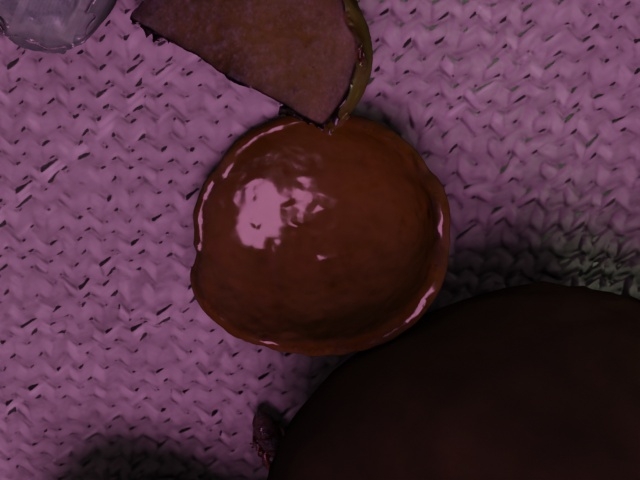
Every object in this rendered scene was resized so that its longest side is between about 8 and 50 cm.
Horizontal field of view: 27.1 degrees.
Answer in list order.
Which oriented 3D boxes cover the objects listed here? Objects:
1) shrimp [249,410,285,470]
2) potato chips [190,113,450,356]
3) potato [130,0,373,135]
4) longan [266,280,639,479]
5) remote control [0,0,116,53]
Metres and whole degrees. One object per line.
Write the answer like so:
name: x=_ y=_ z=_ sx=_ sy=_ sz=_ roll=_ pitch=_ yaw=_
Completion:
shrimp: x=-0.039 y=0.186 z=1.180 sx=0.038 sy=0.029 sz=0.092 roll=-30 pitch=123 yaw=17
potato chips: x=0.001 y=-0.001 z=1.016 sx=0.208 sy=0.062 sz=0.195 roll=-44 pitch=80 yaw=18
potato: x=-0.033 y=-0.151 z=0.941 sx=0.172 sy=0.089 sz=0.101 roll=27 pitch=101 yaw=17
longan: x=0.154 y=0.242 z=1.004 sx=0.436 sy=0.404 sz=0.404 roll=-25 pitch=121 yaw=16
remote control: x=-0.157 y=-0.234 z=0.887 sx=0.104 sy=0.052 sz=0.247 roll=23 pitch=123 yaw=-14
